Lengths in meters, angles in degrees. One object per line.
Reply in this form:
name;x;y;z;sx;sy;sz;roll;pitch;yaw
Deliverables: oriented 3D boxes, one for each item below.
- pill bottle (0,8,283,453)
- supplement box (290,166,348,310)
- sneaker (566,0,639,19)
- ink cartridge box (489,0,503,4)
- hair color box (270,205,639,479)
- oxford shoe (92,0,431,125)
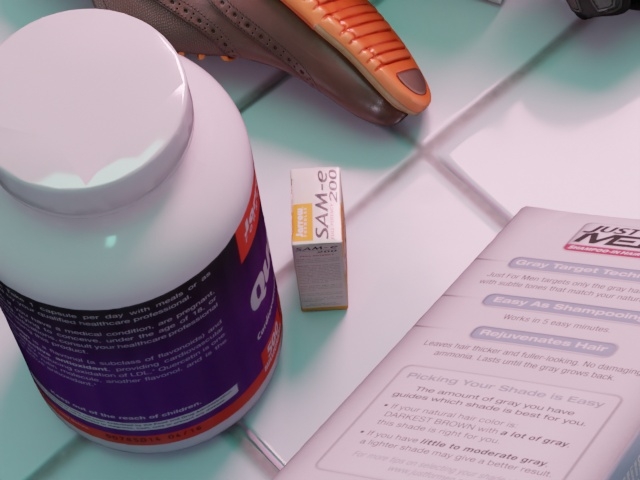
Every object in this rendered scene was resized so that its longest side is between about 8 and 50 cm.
pill bottle;-0.124;-0.002;1.203;0.181;0.323;0.182;-2;61;3
supplement box;0.000;0.000;1.322;0.036;0.098;0.062;-3;61;2
sneaker;0.256;-0.252;1.446;0.097;0.135;0.276;2;29;42
ink cartridge box;0.054;-0.346;1.456;0.270;0.198;0.197;20;63;14
hair color box;0.128;0.119;1.125;0.185;0.114;0.374;6;33;32
oxford shoe;-0.079;-0.181;1.439;0.363;0.130;0.133;37;107;12
